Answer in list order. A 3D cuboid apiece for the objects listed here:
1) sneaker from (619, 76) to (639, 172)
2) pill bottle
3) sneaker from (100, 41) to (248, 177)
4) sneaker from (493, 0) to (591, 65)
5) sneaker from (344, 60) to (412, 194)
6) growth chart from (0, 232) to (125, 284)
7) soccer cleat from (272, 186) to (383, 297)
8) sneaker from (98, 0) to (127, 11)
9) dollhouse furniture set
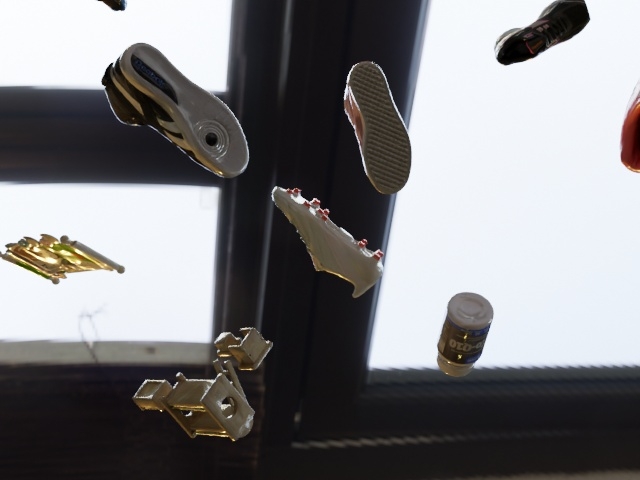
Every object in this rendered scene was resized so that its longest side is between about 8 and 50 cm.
[{"bbox_3d":[0.438,-0.198,1.371,0.116,0.314,0.136,30,-136,13],"label":"sneaker"},{"bbox_3d":[0.232,0.155,1.928,0.078,0.137,0.078,4,-135,-4],"label":"pill bottle"},{"bbox_3d":[-0.195,-0.161,1.561,0.217,0.121,0.079,47,-121,-14],"label":"sneaker"},{"bbox_3d":[0.367,-0.335,1.953,0.072,0.178,0.077,51,-151,-15],"label":"sneaker"},{"bbox_3d":[0.058,-0.114,1.199,0.051,0.134,0.070,-15,-175,-3],"label":"sneaker"},{"bbox_3d":[-0.449,0.031,2.008,0.237,0.172,0.021,-8,-117,43],"label":"growth chart"},{"bbox_3d":[0.000,0.000,1.658,0.196,0.076,0.068,39,-166,9],"label":"soccer cleat"},{"bbox_3d":[-0.319,-0.351,1.563,0.078,0.188,0.067,-21,-107,20],"label":"sneaker"},{"bbox_3d":[-0.173,0.228,1.883,0.182,0.101,0.161,-5,-141,46],"label":"dollhouse furniture set"}]
